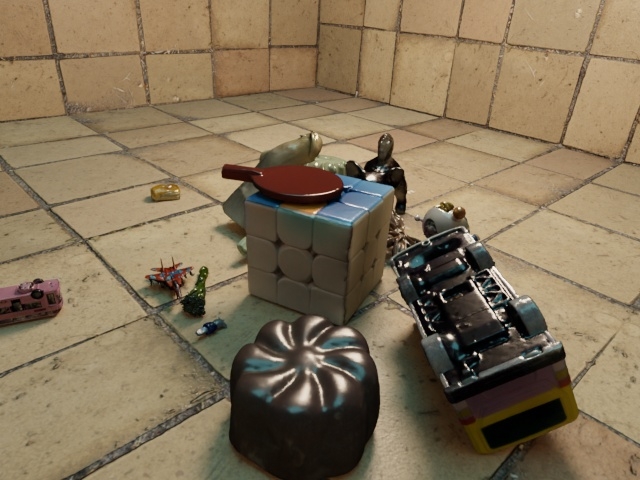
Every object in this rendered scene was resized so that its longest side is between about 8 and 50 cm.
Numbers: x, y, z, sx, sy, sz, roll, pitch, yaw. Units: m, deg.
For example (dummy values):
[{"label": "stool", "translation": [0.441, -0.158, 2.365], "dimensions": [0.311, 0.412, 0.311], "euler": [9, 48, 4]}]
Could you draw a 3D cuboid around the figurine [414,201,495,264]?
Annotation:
[{"label": "figurine", "translation": [0.412, 0.005, 1.428], "dimensions": [0.133, 0.194, 0.274], "euler": [-24, 75, -9]}]

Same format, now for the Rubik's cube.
[{"label": "Rubik's cube", "translation": [0.000, 0.000, 1.228], "dimensions": [0.291, 0.291, 0.292], "euler": [16, 31, 21]}]

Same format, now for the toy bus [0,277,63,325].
[{"label": "toy bus", "translation": [-0.716, 0.145, 1.088], "dimensions": [0.203, 0.090, 0.063], "euler": [-10, 31, -22]}]

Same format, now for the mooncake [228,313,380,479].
[{"label": "mooncake", "translation": [-0.031, 0.272, 0.868], "dimensions": [0.306, 0.154, 0.306], "euler": [1, 26, -1]}]

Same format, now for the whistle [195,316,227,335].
[{"label": "whistle", "translation": [-0.256, 0.205, 1.095], "dimensions": [0.033, 0.029, 0.083], "euler": [38, 34, 24]}]

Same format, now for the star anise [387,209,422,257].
[{"label": "star anise", "translation": [0.236, 0.000, 1.452], "dimensions": [0.208, 0.063, 0.172], "euler": [46, 45, 12]}]

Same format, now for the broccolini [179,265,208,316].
[{"label": "broccolini", "translation": [-0.325, 0.128, 1.225], "dimensions": [0.067, 0.058, 0.216], "euler": [39, 10, -22]}]

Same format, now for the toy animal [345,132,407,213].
[{"label": "toy animal", "translation": [0.192, -0.195, 1.608], "dimensions": [0.195, 0.302, 0.344], "euler": [8, 27, 16]}]

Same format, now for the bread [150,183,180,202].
[{"label": "bread", "translation": [-0.586, -0.183, 1.760], "dimensions": [0.106, 0.053, 0.072], "euler": [-4, 32, -25]}]

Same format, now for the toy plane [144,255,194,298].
[{"label": "toy plane", "translation": [-0.387, 0.109, 1.228], "dimensions": [0.130, 0.061, 0.189], "euler": [-10, 35, -25]}]

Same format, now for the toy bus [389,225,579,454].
[{"label": "toy bus", "translation": [0.312, 0.177, 0.970], "dimensions": [0.209, 0.249, 0.439], "euler": [-26, 28, 8]}]

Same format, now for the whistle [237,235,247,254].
[{"label": "whistle", "translation": [-0.162, -0.024, 1.450], "dimensions": [0.102, 0.105, 0.253], "euler": [39, 44, 12]}]

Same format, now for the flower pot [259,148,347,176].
[{"label": "flower pot", "translation": [-0.075, -0.279, 1.881], "dimensions": [0.368, 0.164, 0.254], "euler": [21, 27, 29]}]

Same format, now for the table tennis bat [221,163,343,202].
[{"label": "table tennis bat", "translation": [-0.095, -0.152, 1.158], "dimensions": [0.311, 0.038, 0.200], "euler": [9, 29, 12]}]

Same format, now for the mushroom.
[{"label": "mushroom", "translation": [-0.150, -0.209, 1.554], "dimensions": [0.177, 0.397, 0.126], "euler": [34, -4, 45]}]
